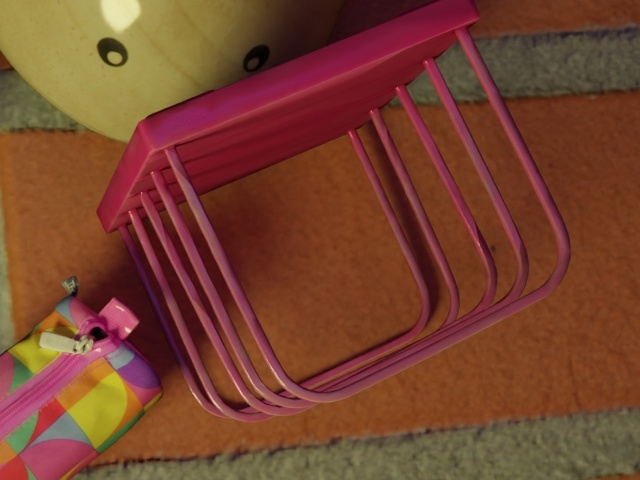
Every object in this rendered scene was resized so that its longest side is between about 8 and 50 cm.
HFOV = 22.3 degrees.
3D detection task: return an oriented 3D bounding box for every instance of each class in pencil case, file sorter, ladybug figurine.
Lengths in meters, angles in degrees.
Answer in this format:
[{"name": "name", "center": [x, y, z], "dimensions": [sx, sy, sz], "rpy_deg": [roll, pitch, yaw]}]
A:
[{"name": "pencil case", "center": [-0.209, 0.133, 1.041], "dimensions": [0.236, 0.104, 0.104], "rpy_deg": [-44, 89, -15]}, {"name": "file sorter", "center": [0.000, 0.000, 1.012], "dimensions": [0.202, 0.290, 0.182], "rpy_deg": [-24, 87, -15]}, {"name": "ladybug figurine", "center": [-0.109, -0.292, 1.107], "dimensions": [0.305, 0.162, 0.449], "rpy_deg": [-4, 79, -16]}]
